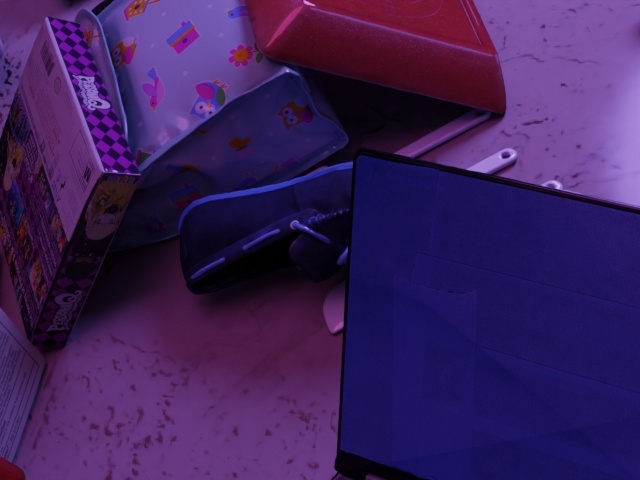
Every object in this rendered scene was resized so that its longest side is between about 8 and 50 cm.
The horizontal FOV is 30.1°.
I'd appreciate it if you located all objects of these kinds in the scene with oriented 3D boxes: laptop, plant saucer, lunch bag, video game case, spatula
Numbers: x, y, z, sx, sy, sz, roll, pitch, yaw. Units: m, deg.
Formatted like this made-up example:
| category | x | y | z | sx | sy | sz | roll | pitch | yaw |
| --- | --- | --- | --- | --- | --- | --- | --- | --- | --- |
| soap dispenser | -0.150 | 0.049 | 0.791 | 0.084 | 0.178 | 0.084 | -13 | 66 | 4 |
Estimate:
| category | x | y | z | sx | sy | sz | roll | pitch | yaw |
| --- | --- | --- | --- | --- | --- | --- | --- | --- | --- |
| laptop | 0.123 | 0.202 | 0.732 | 0.382 | 0.236 | 0.408 | 15 | 59 | 29 |
| plant saucer | 0.046 | -0.245 | 1.131 | 0.259 | 0.047 | 0.258 | 10 | 44 | -26 |
| lunch bag | -0.141 | -0.133 | 1.142 | 0.262 | 0.160 | 0.223 | -30 | 54 | 11 |
| video game case | -0.245 | -0.056 | 1.100 | 0.042 | 0.210 | 0.232 | 6 | 39 | -33 |
| spatula | 0.079 | -0.034 | 1.075 | 0.242 | 0.019 | 0.168 | -29 | 49 | -5 |

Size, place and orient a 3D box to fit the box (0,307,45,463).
| category | x | y | z | sx | sy | sz | roll | pitch | yaw |
| --- | --- | --- | --- | --- | --- | --- | --- | --- | --- |
| box | -0.358 | 0.073 | 0.947 | 0.121 | 0.311 | 0.148 | -3 | 51 | 20 |

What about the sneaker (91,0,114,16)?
| category | x | y | z | sx | sy | sz | roll | pitch | yaw |
| --- | --- | --- | --- | --- | --- | --- | --- | --- | --- |
| sneaker | -0.168 | -0.226 | 1.278 | 0.227 | 0.130 | 0.087 | -38 | 50 | 25 |

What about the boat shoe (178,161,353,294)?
| category | x | y | z | sx | sy | sz | roll | pitch | yaw |
| --- | --- | --- | --- | --- | --- | --- | --- | --- | --- |
| boat shoe | 0.000 | 0.000 | 1.020 | 0.258 | 0.109 | 0.089 | -14 | 61 | 29 |

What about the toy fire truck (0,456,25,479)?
| category | x | y | z | sx | sy | sz | roll | pitch | yaw |
| --- | --- | --- | --- | --- | --- | --- | --- | --- | --- |
| toy fire truck | -0.333 | 0.304 | 0.872 | 0.254 | 0.169 | 0.302 | -17 | 46 | 31 |

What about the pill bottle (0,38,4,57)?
| category | x | y | z | sx | sy | sz | roll | pitch | yaw |
| --- | --- | --- | --- | --- | --- | --- | --- | --- | --- |
| pill bottle | -0.544 | -0.178 | 1.281 | 0.361 | 0.204 | 0.204 | -40 | 51 | -14 |
